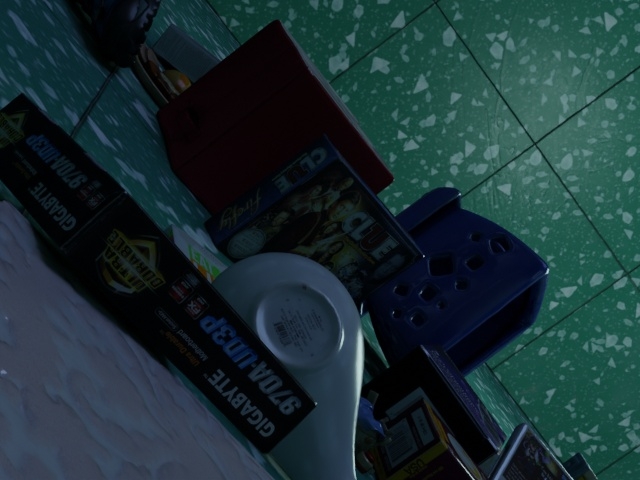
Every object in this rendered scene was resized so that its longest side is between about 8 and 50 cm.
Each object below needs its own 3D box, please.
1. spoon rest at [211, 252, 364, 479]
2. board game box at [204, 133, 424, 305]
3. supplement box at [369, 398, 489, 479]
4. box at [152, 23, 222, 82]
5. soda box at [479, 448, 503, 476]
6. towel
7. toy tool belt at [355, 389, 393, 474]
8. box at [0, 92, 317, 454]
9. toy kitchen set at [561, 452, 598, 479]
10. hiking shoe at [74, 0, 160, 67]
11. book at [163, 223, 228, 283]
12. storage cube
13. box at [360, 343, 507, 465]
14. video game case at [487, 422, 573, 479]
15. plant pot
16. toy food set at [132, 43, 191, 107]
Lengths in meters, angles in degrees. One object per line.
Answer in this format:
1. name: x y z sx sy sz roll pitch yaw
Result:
1. spoon rest: -0.004 0.136 0.934 0.276 0.137 0.084 66 -24 17
2. board game box: 0.000 0.000 1.375 0.243 0.165 0.042 44 11 -51
3. supplement box: 0.140 0.276 1.286 0.188 0.081 0.104 52 7 -18
4. box: -0.118 -0.218 1.921 0.232 0.058 0.322 40 2 12
5. soda box: 0.241 0.323 1.835 0.058 0.063 0.183 50 8 -30
6. towel: -0.073 0.153 0.561 0.317 0.053 0.332 50 6 -20
7. toy tool belt: 0.048 0.190 1.217 0.052 0.051 0.083 48 9 -38
8. box: -0.111 0.021 0.765 0.175 0.051 0.220 39 -10 49
9. toy kitchen set: 0.289 0.362 1.511 0.122 0.166 0.207 50 7 -17
10. hiking shoe: -0.271 -0.308 1.479 0.132 0.113 0.304 18 28 -21
11. book: -0.097 0.052 1.025 0.096 0.035 0.144 46 11 -27
12. storage cube: -0.056 -0.113 1.451 0.215 0.193 0.183 49 8 -30
13. box: 0.135 0.214 1.456 0.153 0.108 0.207 54 7 10
14. video game case: 0.267 0.340 1.439 0.190 0.022 0.173 50 43 -6
15. plant pot: 0.168 0.073 1.746 0.212 0.236 0.236 50 -11 21
16. toy food set: -0.200 -0.206 1.586 0.192 0.038 0.132 52 7 -15
